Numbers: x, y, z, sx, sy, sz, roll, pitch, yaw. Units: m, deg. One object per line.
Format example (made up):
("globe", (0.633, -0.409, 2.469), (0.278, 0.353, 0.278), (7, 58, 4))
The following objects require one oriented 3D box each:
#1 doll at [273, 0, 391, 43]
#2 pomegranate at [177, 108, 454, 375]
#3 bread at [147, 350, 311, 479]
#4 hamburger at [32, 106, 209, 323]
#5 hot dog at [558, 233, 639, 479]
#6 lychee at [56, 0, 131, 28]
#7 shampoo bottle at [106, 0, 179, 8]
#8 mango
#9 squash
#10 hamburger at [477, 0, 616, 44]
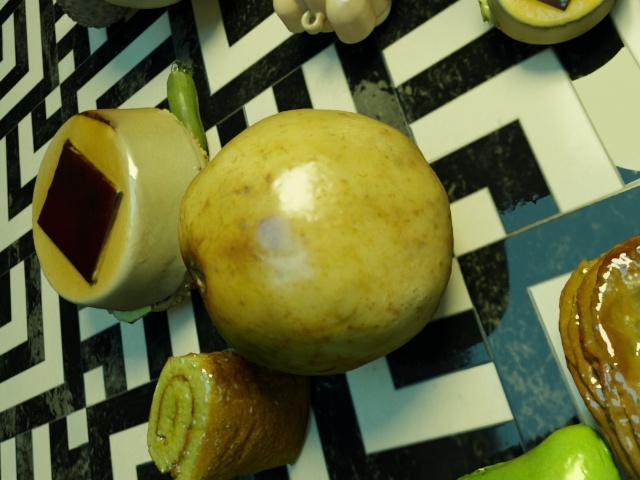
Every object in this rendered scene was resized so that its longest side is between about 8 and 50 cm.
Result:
("doll", (0.058, -0.365, 0.614), (0.154, 0.119, 0.278), (40, 93, 32))
("pomegranate", (0.000, 0.000, 0.497), (0.260, 0.260, 0.261), (-7, 76, 33))
("bread", (-0.094, 0.185, 0.559), (0.103, 0.172, 0.132), (7, 86, 37))
("hamburger", (-0.265, -0.042, 0.710), (0.301, 0.170, 0.302), (-1, 88, 36))
("hot dog", (0.286, 0.106, 0.355), (0.175, 0.114, 0.259), (-32, 64, 24))
("lychee", (-0.420, -0.466, 0.916), (0.197, 0.165, 0.165), (-9, 74, 5))
("shampoo bottle", (-0.250, -0.509, 0.706), (0.322, 0.322, 0.318), (-9, 53, 32))
("mango", (0.149, 0.242, 0.414), (0.233, 0.111, 0.125), (-52, 22, 7))
("squash", (-0.208, -0.196, 0.788), (0.052, 0.052, 0.184), (-24, 69, 28))
("hamburger", (0.215, -0.256, 0.488), (0.141, 0.081, 0.127), (12, 103, 14))
